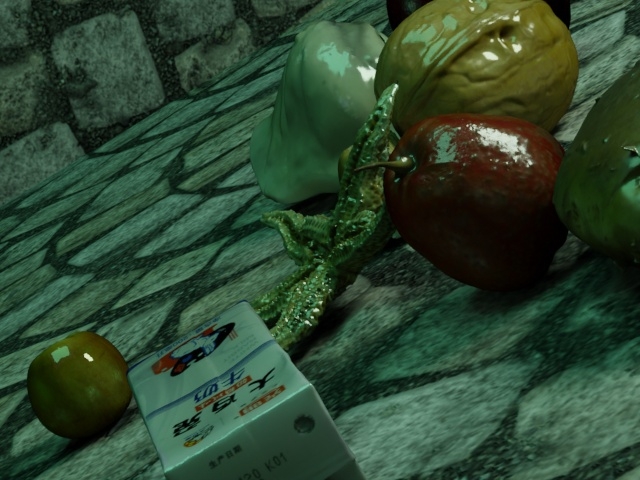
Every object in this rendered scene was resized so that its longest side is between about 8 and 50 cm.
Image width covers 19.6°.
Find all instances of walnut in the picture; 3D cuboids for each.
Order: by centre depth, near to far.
[{"bbox_3d":[0.168,-0.178,1.983,0.225,0.193,0.193,-23,9,-25],"label":"walnut"}]

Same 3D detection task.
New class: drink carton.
[{"bbox_3d":[-0.066,0.147,1.466,0.130,0.106,0.315,-32,13,-4],"label":"drink carton"}]

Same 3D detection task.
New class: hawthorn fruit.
[{"bbox_3d":[0.115,-0.047,1.580,0.162,0.203,0.162,-56,18,28],"label":"hawthorn fruit"}]

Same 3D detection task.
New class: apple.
[{"bbox_3d":[-0.242,0.142,1.872,0.099,0.102,0.114,-23,14,32],"label":"apple"}]

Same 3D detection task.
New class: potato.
[{"bbox_3d":[0.274,-0.063,1.448,0.191,0.141,0.296,-29,15,16],"label":"potato"}]

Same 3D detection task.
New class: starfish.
[{"bbox_3d":[0.002,0.001,1.837,0.347,0.078,0.358,-58,14,10],"label":"starfish"}]

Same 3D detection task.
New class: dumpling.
[{"bbox_3d":[0.004,-0.152,2.255,0.243,0.187,0.318,-39,25,7],"label":"dumpling"}]

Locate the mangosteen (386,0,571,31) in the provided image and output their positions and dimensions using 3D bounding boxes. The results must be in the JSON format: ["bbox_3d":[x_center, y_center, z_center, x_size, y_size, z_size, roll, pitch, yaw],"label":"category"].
[{"bbox_3d":[0.186,-0.255,2.283,0.235,0.235,0.261,-67,-3,-69],"label":"mangosteen"}]

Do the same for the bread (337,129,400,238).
[{"bbox_3d":[0.062,-0.055,1.948,0.082,0.106,0.125,-28,12,9],"label":"bread"}]
